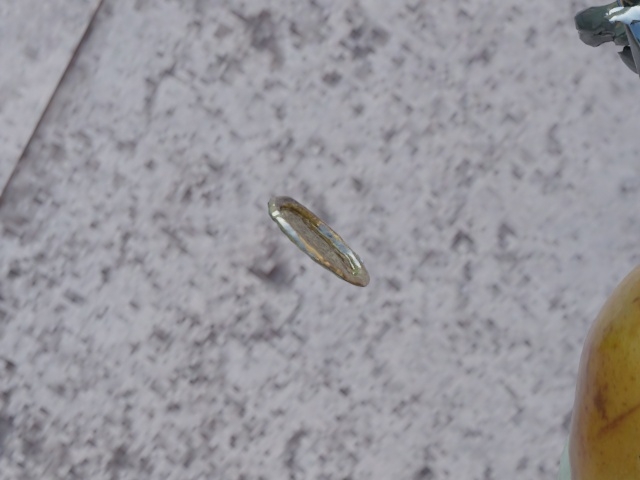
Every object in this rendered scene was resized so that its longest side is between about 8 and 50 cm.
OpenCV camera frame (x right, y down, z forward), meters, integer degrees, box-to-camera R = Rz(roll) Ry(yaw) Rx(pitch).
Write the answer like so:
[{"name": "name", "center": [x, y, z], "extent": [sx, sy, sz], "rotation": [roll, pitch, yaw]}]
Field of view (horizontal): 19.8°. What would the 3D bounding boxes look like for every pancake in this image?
[{"name": "pancake", "center": [-0.001, 0.001, 1.545], "extent": [0.115, 0.011, 0.115], "rotation": [39, 15, -12]}]

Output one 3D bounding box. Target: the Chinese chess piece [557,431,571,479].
[{"name": "Chinese chess piece", "center": [0.422, 0.271, 1.915], "extent": [0.349, 0.146, 0.349], "rotation": [16, 26, -8]}]

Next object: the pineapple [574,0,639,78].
[{"name": "pineapple", "center": [0.241, -0.117, 0.680], "extent": [0.169, 0.340, 0.169], "rotation": [6, 83, -59]}]

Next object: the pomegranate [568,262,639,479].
[{"name": "pomegranate", "center": [0.401, 0.148, 1.390], "extent": [0.416, 0.417, 0.417], "rotation": [14, 53, -20]}]
